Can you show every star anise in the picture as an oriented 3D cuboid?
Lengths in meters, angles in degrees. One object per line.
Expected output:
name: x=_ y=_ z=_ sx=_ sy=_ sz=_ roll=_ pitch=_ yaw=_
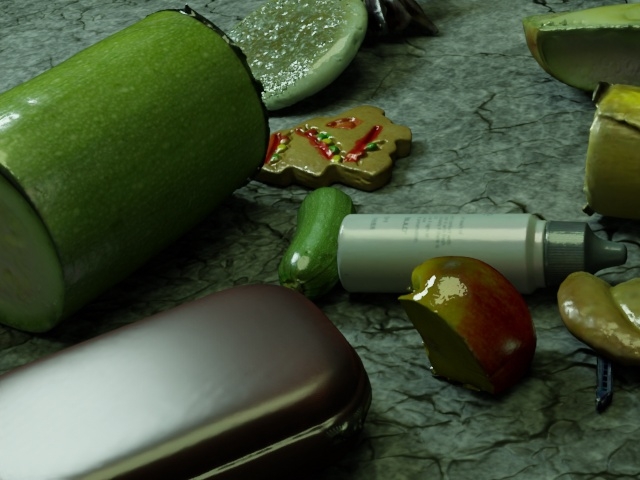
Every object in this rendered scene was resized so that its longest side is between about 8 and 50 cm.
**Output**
star anise: x=0.079 y=-0.379 z=2.195 sx=0.212 sy=0.129 sz=0.282 roll=3 pitch=41 yaw=32

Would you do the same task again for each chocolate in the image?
chocolate: x=0.514 y=-0.083 z=1.534 sx=0.446 sy=0.162 sz=0.162 roll=9 pitch=35 yaw=27

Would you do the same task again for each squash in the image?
squash: x=-0.261 y=-0.093 z=1.677 sx=0.263 sy=0.263 sz=0.384 roll=15 pitch=38 yaw=35
squash: x=0.000 y=0.000 z=1.628 sx=0.077 sy=0.068 sz=0.219 roll=-8 pitch=30 yaw=13

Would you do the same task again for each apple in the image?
apple: x=0.412 y=-0.270 z=1.921 sx=0.265 sy=0.120 sz=0.193 roll=-2 pitch=18 yaw=8

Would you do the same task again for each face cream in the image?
face cream: x=0.177 y=0.014 z=1.532 sx=0.311 sy=0.092 sz=0.092 roll=-1 pitch=32 yaw=17

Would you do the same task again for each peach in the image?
peach: x=0.151 y=0.079 z=1.403 sx=0.118 sy=0.151 sz=0.151 roll=-17 pitch=29 yaw=13

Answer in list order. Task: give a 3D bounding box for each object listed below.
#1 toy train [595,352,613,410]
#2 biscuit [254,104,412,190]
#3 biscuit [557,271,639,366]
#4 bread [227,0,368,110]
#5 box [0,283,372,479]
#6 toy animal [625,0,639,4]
toy train: x=0.278 y=0.138 z=1.370 sx=0.017 sy=0.017 sz=0.083 roll=5 pitch=33 yaw=10
biscuit: x=0.004 y=-0.123 z=1.862 sx=0.239 sy=0.041 sz=0.212 roll=-7 pitch=32 yaw=2
biscuit: x=0.383 y=0.086 z=1.382 sx=0.299 sy=0.045 sz=0.154 roll=2 pitch=33 yaw=12
bread: x=-0.050 y=-0.294 z=2.079 sx=0.267 sy=0.040 sz=0.267 roll=-18 pitch=41 yaw=17
box: x=-0.155 y=0.174 z=1.343 sx=0.404 sy=0.108 sz=0.263 roll=-19 pitch=32 yaw=-16
toy animal: x=0.564 y=-0.438 z=2.101 sx=0.235 sy=0.165 sz=0.187 roll=-30 pitch=63 yaw=-30
